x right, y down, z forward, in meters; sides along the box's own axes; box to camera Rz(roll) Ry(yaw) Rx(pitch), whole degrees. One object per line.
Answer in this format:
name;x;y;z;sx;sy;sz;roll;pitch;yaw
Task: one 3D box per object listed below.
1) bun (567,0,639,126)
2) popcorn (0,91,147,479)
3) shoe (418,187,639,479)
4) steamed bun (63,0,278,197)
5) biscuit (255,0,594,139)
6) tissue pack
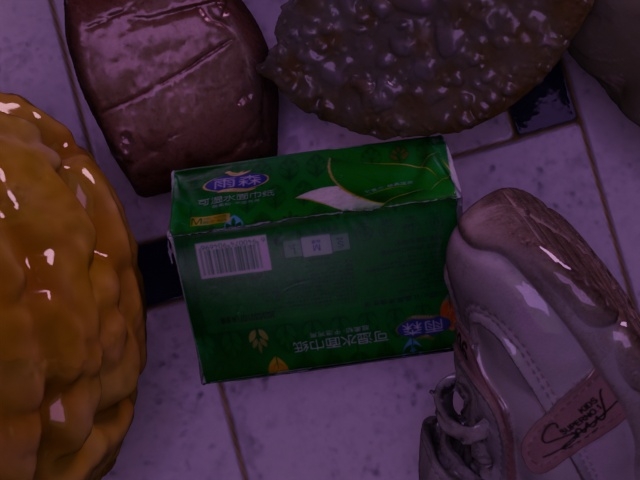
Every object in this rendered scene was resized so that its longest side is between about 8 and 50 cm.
bun;0.333;-0.229;1.107;0.365;0.219;0.365;0;89;2
popcorn;-0.300;0.073;1.070;0.344;0.354;0.390;42;87;13
shoe;0.159;0.139;1.076;0.198;0.172;0.351;-31;113;7
steamed bun;-0.110;-0.128;1.192;0.145;0.106;0.175;-19;99;-3
biscuit;0.090;-0.148;1.098;0.290;0.038;0.141;-22;99;25
tissue pack;0.001;0.001;1.163;0.209;0.156;0.148;-9;122;2
